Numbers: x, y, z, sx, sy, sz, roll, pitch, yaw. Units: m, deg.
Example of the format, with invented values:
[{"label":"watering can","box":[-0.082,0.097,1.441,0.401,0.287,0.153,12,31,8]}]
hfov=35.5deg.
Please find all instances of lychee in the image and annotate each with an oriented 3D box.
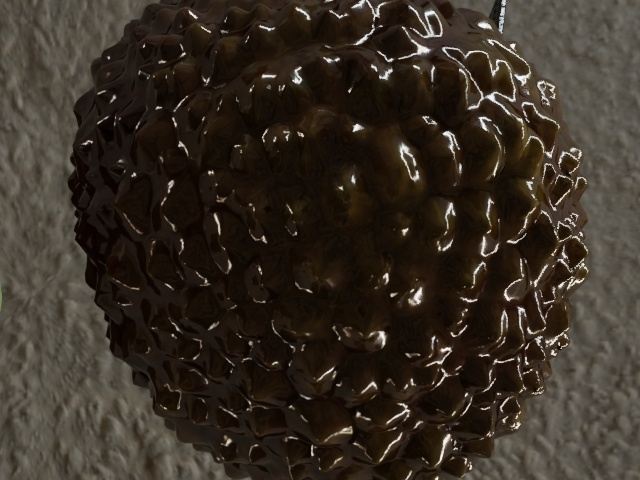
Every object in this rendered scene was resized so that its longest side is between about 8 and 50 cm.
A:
[{"label":"lychee","box":[0.000,0.000,0.501,0.267,0.267,0.268,1,87,-16]}]

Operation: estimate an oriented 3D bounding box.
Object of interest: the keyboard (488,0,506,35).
[{"label":"keyboard","box":[0.176,-0.179,1.091,0.041,0.381,0.104,18,53,-7]}]
